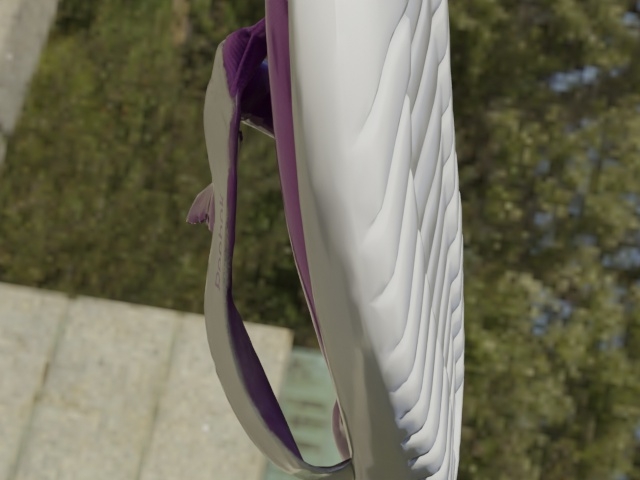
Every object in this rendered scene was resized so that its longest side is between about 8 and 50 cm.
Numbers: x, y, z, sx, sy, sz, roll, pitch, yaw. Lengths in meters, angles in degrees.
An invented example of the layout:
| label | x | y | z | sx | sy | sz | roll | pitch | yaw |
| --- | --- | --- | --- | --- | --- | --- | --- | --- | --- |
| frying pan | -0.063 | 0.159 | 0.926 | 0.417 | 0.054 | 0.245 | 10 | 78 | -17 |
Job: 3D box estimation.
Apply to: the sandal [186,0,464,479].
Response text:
| label | x | y | z | sx | sy | sz | roll | pitch | yaw |
| --- | --- | --- | --- | --- | --- | --- | --- | --- | --- |
| sandal | -0.002 | 0.012 | 0.633 | 0.416 | 0.102 | 0.169 | 80 | 14 | -52 |
